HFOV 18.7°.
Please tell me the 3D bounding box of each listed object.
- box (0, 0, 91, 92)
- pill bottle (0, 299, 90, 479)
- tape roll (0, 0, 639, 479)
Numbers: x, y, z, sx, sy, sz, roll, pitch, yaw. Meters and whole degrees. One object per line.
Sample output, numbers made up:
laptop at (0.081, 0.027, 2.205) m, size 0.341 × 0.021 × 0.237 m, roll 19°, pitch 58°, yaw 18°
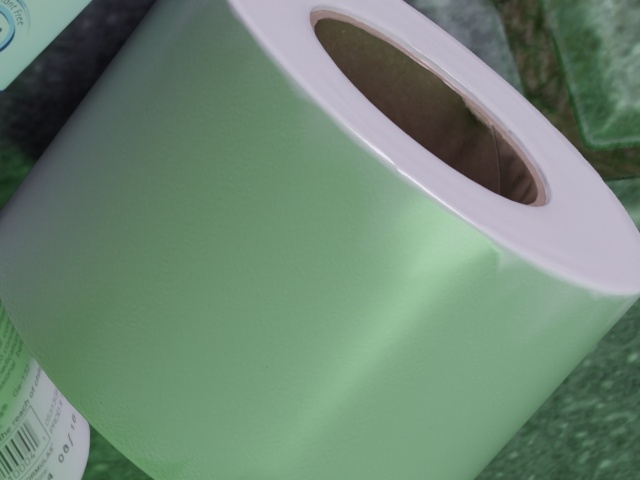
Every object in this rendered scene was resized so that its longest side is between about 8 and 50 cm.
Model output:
box at (-0.150, -0.139, 0.781) m, size 0.137 × 0.072 × 0.126 m, roll -44°, pitch 135°, yaw 12°
pill bottle at (-0.200, 0.039, 0.868) m, size 0.131 × 0.131 × 0.229 m, roll -26°, pitch 136°, yaw -5°
tape roll at (0.000, 0.000, 0.859) m, size 0.246 × 0.246 × 0.169 m, roll 22°, pitch 115°, yaw -39°
